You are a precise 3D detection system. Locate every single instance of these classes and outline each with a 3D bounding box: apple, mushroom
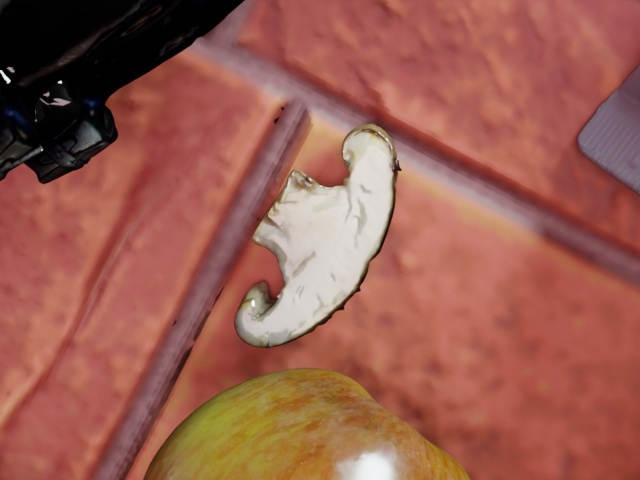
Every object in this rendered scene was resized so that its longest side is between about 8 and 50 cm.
[{"bbox_3d":[-0.003,0.104,0.489,0.126,0.126,0.102,37,84,-3],"label":"apple"},{"bbox_3d":[0.000,0.000,0.522,0.049,0.019,0.101,34,98,-3],"label":"mushroom"}]

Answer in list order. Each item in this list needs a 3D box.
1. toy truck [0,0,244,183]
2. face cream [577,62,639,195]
[{"bbox_3d":[-0.089,-0.128,0.410,0.161,0.213,0.177,-35,91,8],"label":"toy truck"},{"bbox_3d":[0.218,-0.105,0.440,0.274,0.154,0.096,-50,133,7],"label":"face cream"}]
